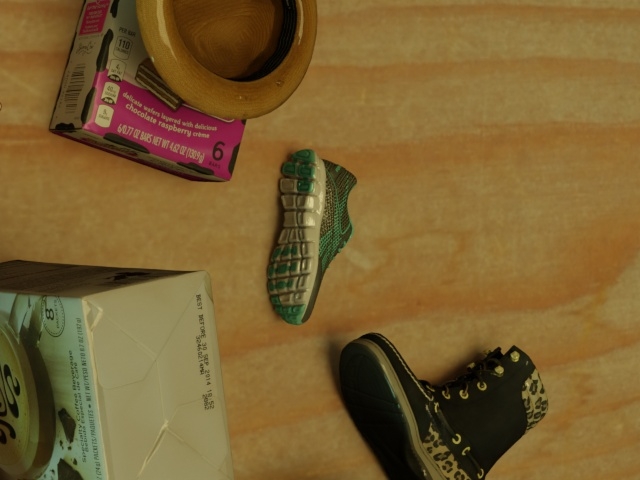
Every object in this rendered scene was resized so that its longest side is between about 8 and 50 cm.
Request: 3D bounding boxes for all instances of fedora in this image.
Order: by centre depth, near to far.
[{"bbox_3d":[-0.092,-0.194,1.566,0.194,0.079,0.194,-4,96,-41],"label":"fedora"}]

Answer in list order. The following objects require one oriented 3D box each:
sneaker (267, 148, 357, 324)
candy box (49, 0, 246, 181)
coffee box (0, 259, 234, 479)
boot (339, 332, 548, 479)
[{"bbox_3d":[0.000,0.000,1.738,0.076,0.065,0.166,11,87,-39],"label":"sneaker"},{"bbox_3d":[-0.130,-0.184,1.631,0.159,0.071,0.233,18,81,-33],"label":"candy box"},{"bbox_3d":[-0.207,0.109,1.452,0.119,0.297,0.168,-12,98,-37],"label":"coffee box"},{"bbox_3d":[0.125,0.149,1.817,0.178,0.085,0.236,-42,121,-28],"label":"boot"}]
